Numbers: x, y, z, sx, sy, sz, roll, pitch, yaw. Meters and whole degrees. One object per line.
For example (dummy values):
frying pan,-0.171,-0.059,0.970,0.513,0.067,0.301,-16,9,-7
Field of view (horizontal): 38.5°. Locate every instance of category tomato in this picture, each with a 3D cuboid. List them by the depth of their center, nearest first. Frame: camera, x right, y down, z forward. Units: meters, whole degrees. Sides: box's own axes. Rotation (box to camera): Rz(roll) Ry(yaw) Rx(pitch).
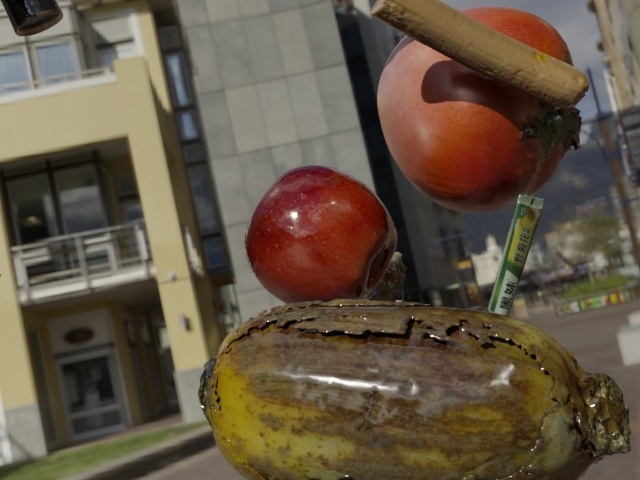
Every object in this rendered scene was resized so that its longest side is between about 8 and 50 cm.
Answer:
tomato,0.233,-0.202,1.411,0.322,0.321,0.321,-12,-6,-1

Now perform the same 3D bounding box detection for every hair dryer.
hair dryer,-0.428,-0.342,1.153,0.070,0.128,0.255,-25,-2,14

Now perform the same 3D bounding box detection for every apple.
apple,0.000,0.000,1.367,0.201,0.218,0.218,27,6,17

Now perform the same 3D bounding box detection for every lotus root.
lotus root,0.081,0.155,0.853,0.398,0.195,0.179,0,-7,14

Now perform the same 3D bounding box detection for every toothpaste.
toothpaste,0.274,0.034,1.312,0.049,0.204,0.031,12,8,-29

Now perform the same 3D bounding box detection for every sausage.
sausage,0.210,-0.251,1.186,0.301,0.065,0.066,26,-15,-10

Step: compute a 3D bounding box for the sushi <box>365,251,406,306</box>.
sushi,0.069,0.216,1.682,0.176,0.417,0.417,-3,-7,-5
